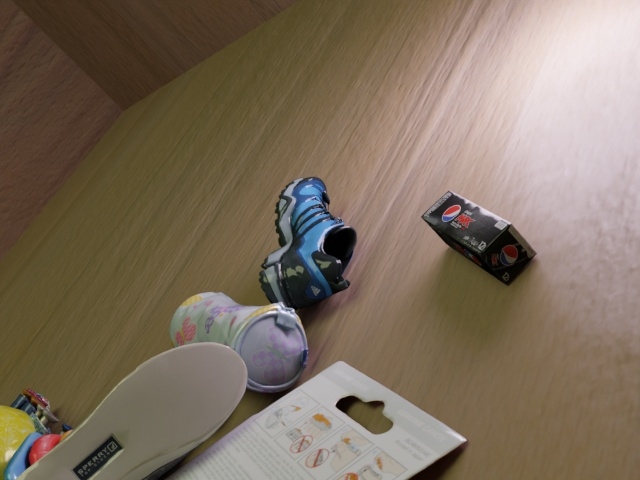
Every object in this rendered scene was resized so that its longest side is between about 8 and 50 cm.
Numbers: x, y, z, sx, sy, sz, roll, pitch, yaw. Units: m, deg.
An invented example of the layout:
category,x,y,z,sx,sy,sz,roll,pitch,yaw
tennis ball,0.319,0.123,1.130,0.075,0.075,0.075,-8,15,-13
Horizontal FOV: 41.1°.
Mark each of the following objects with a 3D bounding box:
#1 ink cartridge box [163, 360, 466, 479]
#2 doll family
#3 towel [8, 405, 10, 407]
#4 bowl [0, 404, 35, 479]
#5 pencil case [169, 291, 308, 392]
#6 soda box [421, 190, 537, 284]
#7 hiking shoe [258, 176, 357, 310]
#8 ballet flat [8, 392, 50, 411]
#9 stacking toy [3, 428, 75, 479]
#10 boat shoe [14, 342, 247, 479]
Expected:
category,x,y,z,sx,sy,sz,roll,pitch,yaw
ink cartridge box,-0.052,0.308,0.942,0.385,0.091,0.308,-33,20,-17
doll family,-0.551,0.355,1.512,0.263,0.118,0.163,21,68,48
towel,-0.688,0.379,1.762,0.110,0.027,0.148,-36,-17,22
bowl,-0.592,0.369,1.314,0.289,0.156,0.289,-29,41,29
pencil case,-0.125,0.141,1.236,0.273,0.114,0.124,1,82,60
soda box,0.192,-0.007,1.052,0.053,0.060,0.169,-45,24,0
hiking shoe,0.000,0.000,1.322,0.132,0.113,0.304,-14,36,17
ballet flat,-0.627,0.387,1.691,0.241,0.091,0.077,-38,51,24
stacking toy,-0.273,0.297,1.215,0.302,0.165,0.175,-32,11,-1
boat shoe,-0.242,0.261,1.085,0.341,0.127,0.158,-34,-13,-17
